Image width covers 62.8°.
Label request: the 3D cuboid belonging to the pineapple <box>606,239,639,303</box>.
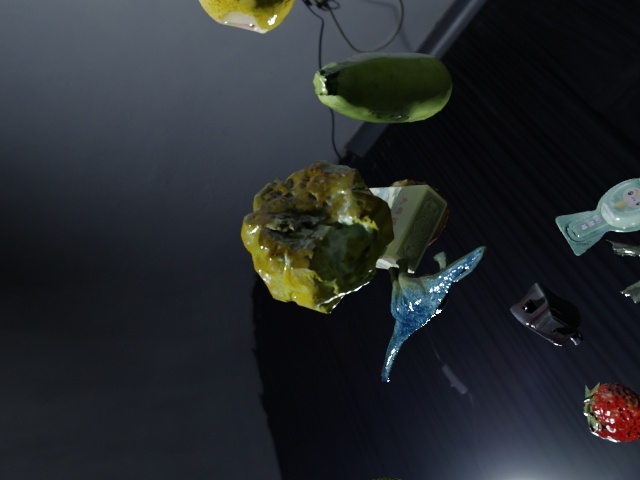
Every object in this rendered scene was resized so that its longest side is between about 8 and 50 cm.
[{"bbox_3d":[0.558,0.015,0.653,0.165,0.166,0.364,-9,172,-22],"label":"pineapple"}]

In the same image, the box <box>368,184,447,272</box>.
[{"bbox_3d":[0.127,-0.028,1.111,0.069,0.256,0.164,35,75,-28],"label":"box"}]

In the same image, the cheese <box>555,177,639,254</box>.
[{"bbox_3d":[0.334,-0.032,0.591,0.120,0.067,0.026,-32,133,22],"label":"cheese"}]

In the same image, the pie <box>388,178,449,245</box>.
[{"bbox_3d":[0.220,-0.048,1.414,0.308,0.086,0.308,-20,140,-18],"label":"pie"}]

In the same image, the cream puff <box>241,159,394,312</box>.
[{"bbox_3d":[0.001,0.001,0.929,0.281,0.282,0.185,-21,142,-6],"label":"cream puff"}]

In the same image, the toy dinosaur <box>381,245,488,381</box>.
[{"bbox_3d":[0.166,0.092,0.857,0.076,0.147,0.363,11,138,-16],"label":"toy dinosaur"}]

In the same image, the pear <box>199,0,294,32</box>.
[{"bbox_3d":[-0.191,-0.655,1.337,0.270,0.271,0.271,-17,145,-12],"label":"pear"}]

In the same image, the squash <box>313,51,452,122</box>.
[{"bbox_3d":[0.099,-0.243,0.843,0.370,0.118,0.118,-21,153,-48],"label":"squash"}]

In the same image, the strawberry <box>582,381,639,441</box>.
[{"bbox_3d":[0.632,0.355,1.095,0.148,0.131,0.131,-16,149,17],"label":"strawberry"}]

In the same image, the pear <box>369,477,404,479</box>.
[{"bbox_3d":[0.076,0.422,0.447,0.390,0.391,0.391,-17,145,-12],"label":"pear"}]

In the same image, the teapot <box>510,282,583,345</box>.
[{"bbox_3d":[0.481,0.168,1.093,0.177,0.096,0.087,30,114,-14],"label":"teapot"}]
